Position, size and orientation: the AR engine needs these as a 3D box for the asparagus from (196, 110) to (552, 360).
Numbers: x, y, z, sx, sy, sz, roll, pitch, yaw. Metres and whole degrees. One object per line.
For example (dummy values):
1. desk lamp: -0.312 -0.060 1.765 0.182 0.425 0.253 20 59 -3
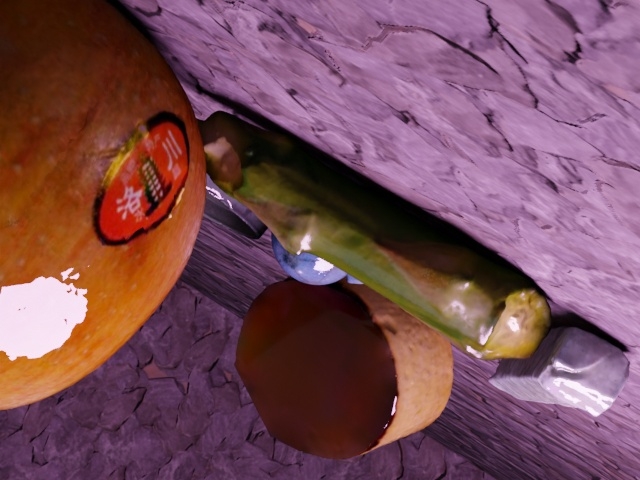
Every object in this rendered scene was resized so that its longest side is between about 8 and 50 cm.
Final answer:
1. asparagus: 0.032 -0.007 1.392 0.343 0.082 0.085 32 -152 4

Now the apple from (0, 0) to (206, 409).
1. apple: -0.290 -0.050 1.360 0.400 0.334 0.400 31 162 11

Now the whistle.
1. whistle: 0.000 0.000 1.516 0.090 0.090 0.158 31 173 6

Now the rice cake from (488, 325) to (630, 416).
1. rice cake: 0.203 0.109 1.481 0.069 0.063 0.206 26 174 -4

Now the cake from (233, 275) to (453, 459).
1. cake: 0.044 0.100 1.709 0.207 0.185 0.178 6 -163 30

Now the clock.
1. clock: -0.138 -0.073 1.745 0.215 0.042 0.215 32 172 5
